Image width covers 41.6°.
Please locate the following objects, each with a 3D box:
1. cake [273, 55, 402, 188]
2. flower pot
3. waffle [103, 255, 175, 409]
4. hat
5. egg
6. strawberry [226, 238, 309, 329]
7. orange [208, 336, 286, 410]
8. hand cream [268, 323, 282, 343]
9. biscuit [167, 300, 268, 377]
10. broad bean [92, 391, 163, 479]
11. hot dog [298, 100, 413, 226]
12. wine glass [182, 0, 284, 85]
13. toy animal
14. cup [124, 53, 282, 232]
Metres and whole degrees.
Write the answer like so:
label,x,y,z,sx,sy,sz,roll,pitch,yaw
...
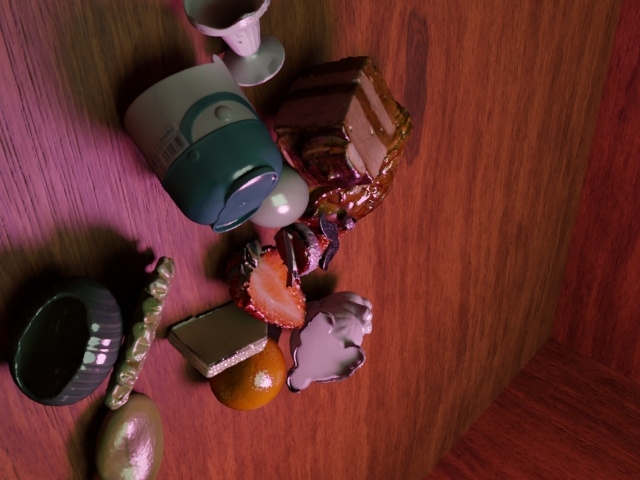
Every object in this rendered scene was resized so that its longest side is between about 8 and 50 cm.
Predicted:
label,x,y,z,sx,sy,sz,roll,pitch,yaw
cake,0.028,-0.227,1.798,0.196,0.198,0.293,56,42,-41
flower pot,-0.458,0.182,1.523,0.243,0.189,0.157,-62,180,2
waffle,-0.352,0.176,1.658,0.292,0.056,0.309,-139,-112,-82
hat,0.003,0.003,1.949,0.227,0.128,0.140,-24,95,-35
egg,-0.106,-0.101,1.845,0.192,0.149,0.150,-8,121,-61
strawberry,-0.139,0.107,1.970,0.286,0.106,0.188,57,45,-37
orange,-0.176,0.315,2.047,0.206,0.206,0.206,-35,141,-36
hand cream,-0.109,0.183,2.182,0.076,0.047,0.174,8,99,-57
biscuit,-0.216,0.219,1.946,0.252,0.150,0.052,-24,140,-47
broad bean,-0.421,0.462,1.871,0.189,0.121,0.263,-21,129,-52
hot dog,0.086,-0.177,2.039,0.387,0.174,0.267,-44,160,-25
wine glass,-0.147,-0.393,1.552,0.165,0.164,0.196,-52,151,-15
toy animal,0.024,0.238,2.201,0.257,0.194,0.357,-30,-171,11
cup,-0.214,-0.154,1.545,0.219,0.258,0.290,-25,165,-33
